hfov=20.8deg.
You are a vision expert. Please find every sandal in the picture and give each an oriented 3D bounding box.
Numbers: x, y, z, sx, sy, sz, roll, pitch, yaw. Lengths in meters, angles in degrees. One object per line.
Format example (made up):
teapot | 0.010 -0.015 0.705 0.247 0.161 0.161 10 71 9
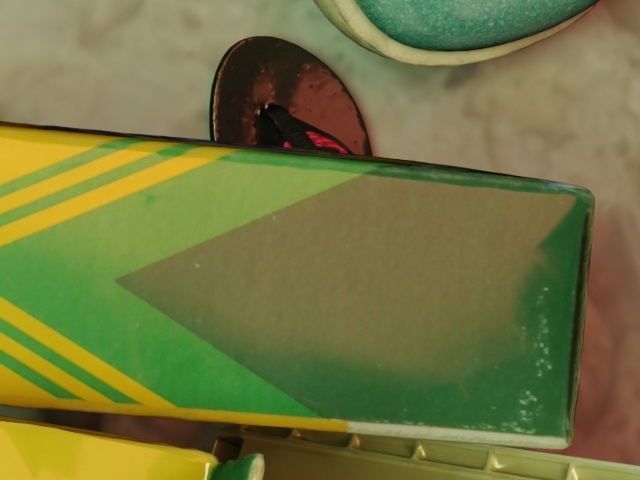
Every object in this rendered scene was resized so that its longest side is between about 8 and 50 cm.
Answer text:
sandal | 0.000 0.000 0.713 0.067 0.040 0.179 -10 84 -17

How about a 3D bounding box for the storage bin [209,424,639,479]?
storage bin | 0.030 0.204 0.577 0.123 0.260 0.262 27 75 -31

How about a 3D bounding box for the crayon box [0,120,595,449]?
crayon box | -0.096 0.002 0.574 0.323 0.203 0.083 4 93 -9

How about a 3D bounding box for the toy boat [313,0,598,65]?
toy boat | 0.111 -0.227 0.709 0.318 0.148 0.267 -25 109 -26

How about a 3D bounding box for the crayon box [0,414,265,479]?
crayon box | -0.104 0.155 0.509 0.081 0.318 0.202 12 77 -15
